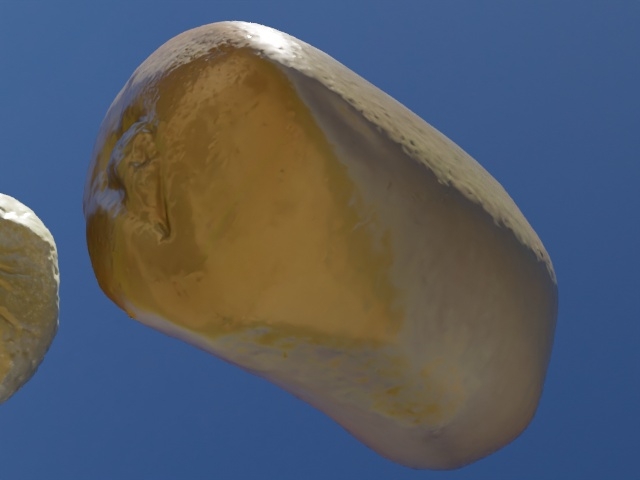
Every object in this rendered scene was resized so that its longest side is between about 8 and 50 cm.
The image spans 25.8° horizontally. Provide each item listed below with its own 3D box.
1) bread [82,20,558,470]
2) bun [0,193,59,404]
[{"bbox_3d":[0.000,0.000,1.116,0.253,0.376,0.348,-58,-154,2],"label":"bread"},{"bbox_3d":[-0.344,0.054,1.249,0.220,0.134,0.221,-9,-109,25],"label":"bun"}]
